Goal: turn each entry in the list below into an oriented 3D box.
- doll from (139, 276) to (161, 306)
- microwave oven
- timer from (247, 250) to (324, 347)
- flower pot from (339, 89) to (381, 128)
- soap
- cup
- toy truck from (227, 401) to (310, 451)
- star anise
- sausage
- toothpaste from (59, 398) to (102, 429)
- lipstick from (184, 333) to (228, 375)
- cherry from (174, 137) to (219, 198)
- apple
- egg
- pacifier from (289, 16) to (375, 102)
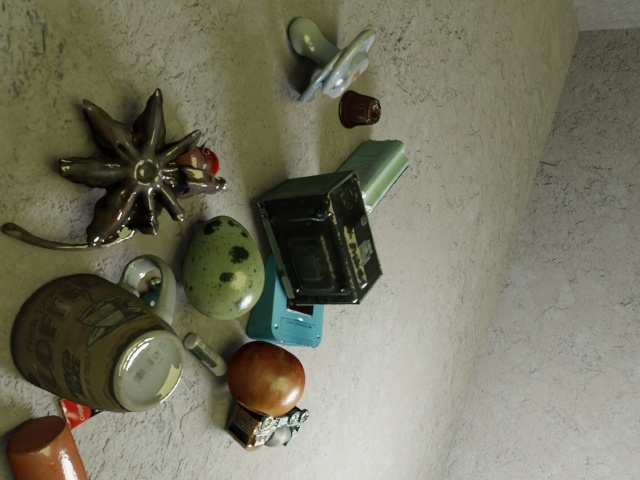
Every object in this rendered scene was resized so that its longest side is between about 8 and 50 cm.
[{"bbox_3d":[-0.344,0.122,1.142,0.083,0.050,0.076,-47,129,-32],"label":"doll"},{"bbox_3d":[0.000,0.000,1.364,0.181,0.237,0.295,-42,122,-51],"label":"microwave oven"},{"bbox_3d":[-0.083,0.157,1.491,0.232,0.091,0.250,26,67,-51],"label":"timer"},{"bbox_3d":[0.120,-0.373,1.568,0.111,0.089,0.111,-19,115,-48],"label":"flower pot"},{"bbox_3d":[0.135,-0.190,1.590,0.261,0.150,0.094,-51,139,-32],"label":"soap"},{"bbox_3d":[-0.347,0.162,0.980,0.301,0.257,0.227,-60,142,-25],"label":"cup"},{"bbox_3d":[-0.137,0.495,1.471,0.257,0.108,0.140,16,101,-56],"label":"toy truck"},{"bbox_3d":[-0.353,-0.124,1.004,0.359,0.139,0.316,10,81,-27],"label":"star anise"},{"bbox_3d":[-0.484,0.452,1.003,0.113,0.113,0.259,-28,121,-45],"label":"sausage"},{"bbox_3d":[-0.419,0.305,1.103,0.193,0.045,0.071,-23,117,-41],"label":"toothpaste"},{"bbox_3d":[-0.267,0.268,1.287,0.040,0.040,0.141,-57,139,-26],"label":"lipstick"},{"bbox_3d":[-0.270,-0.152,1.129,0.126,0.087,0.106,-43,135,-12],"label":"cherry"},{"bbox_3d":[-0.136,0.341,1.336,0.201,0.201,0.162,60,42,-42],"label":"apple"},{"bbox_3d":[-0.210,0.059,1.193,0.177,0.177,0.228,2,88,-53],"label":"egg"},{"bbox_3d":[0.015,-0.477,1.366,0.207,0.227,0.279,42,59,-5],"label":"pacifier"}]
